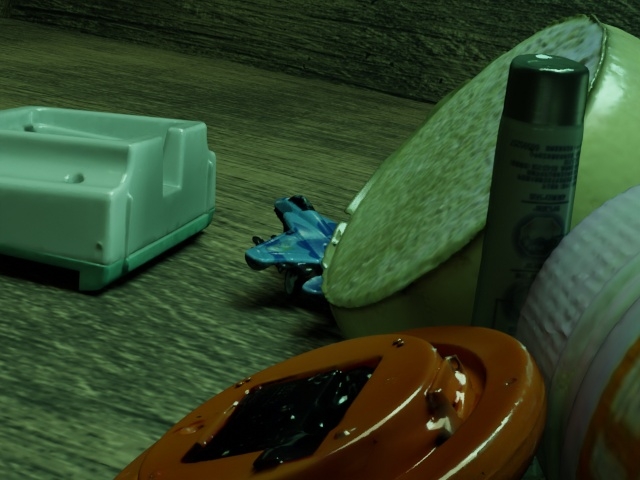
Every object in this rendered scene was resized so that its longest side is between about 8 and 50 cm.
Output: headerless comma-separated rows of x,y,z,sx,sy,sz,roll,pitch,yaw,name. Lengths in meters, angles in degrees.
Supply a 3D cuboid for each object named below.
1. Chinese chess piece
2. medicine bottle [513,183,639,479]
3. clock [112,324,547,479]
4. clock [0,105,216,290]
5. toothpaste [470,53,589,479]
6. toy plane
0.120,-0.020,0.682,0.112,0.270,0.270,41,7,-14,Chinese chess piece
0.200,0.103,0.340,0.219,0.219,0.388,9,14,-4,medicine bottle
-0.006,0.088,0.435,0.205,0.051,0.205,-22,10,4,clock
-0.231,-0.058,0.915,0.231,0.116,0.262,12,13,11,clock
0.101,0.027,0.535,0.062,0.239,0.039,-2,22,-12,toothpaste
-0.001,0.008,0.896,0.169,0.078,0.246,4,8,-23,toy plane
